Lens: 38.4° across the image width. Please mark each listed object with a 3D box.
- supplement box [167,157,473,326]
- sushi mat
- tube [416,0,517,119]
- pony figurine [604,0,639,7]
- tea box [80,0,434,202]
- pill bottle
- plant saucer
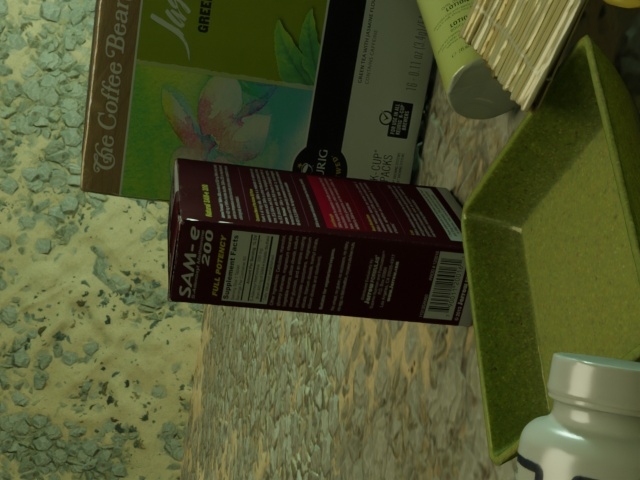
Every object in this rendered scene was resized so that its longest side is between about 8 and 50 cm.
[{"bbox_3d":[0.000,0.000,0.735,0.130,0.239,0.073,-109,28,-63],"label":"supplement box"},{"bbox_3d":[0.163,-0.238,0.525,0.151,0.019,0.317,-107,36,-60],"label":"sushi mat"},{"bbox_3d":[0.110,-0.199,0.737,0.062,0.070,0.240,109,162,-48],"label":"tube"},{"bbox_3d":[0.127,-0.261,0.260,0.351,0.302,0.364,-80,-22,-61],"label":"pony figurine"},{"bbox_3d":[-0.064,-0.207,0.934,0.220,0.323,0.329,-128,45,-72],"label":"tea box"},{"bbox_3d":[0.108,0.107,0.359,0.067,0.067,0.120,-177,95,-77],"label":"pill bottle"},{"bbox_3d":[0.144,0.014,0.533,0.188,0.045,0.188,116,157,-56],"label":"plant saucer"}]
